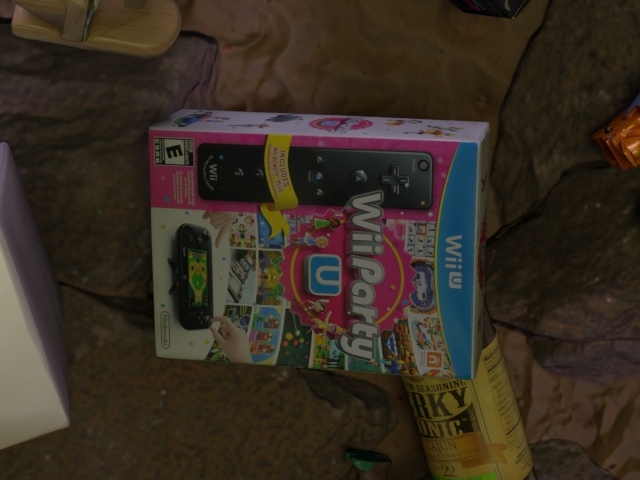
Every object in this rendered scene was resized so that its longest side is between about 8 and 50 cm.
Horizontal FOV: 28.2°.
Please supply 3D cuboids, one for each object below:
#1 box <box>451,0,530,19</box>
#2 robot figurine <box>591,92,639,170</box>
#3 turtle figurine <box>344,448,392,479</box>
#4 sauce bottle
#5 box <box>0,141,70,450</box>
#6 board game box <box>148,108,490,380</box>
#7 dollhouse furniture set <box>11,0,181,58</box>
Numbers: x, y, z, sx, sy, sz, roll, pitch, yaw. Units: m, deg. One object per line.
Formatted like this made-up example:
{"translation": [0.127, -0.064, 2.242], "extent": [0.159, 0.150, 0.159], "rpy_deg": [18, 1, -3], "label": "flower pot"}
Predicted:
{"translation": [0.117, -0.344, 1.162], "extent": [0.247, 0.142, 0.163], "rpy_deg": [39, 91, -19], "label": "box"}
{"translation": [0.438, -0.130, 1.313], "extent": [0.291, 0.085, 0.211], "rpy_deg": [-36, 109, -2], "label": "robot figurine"}
{"translation": [0.043, 0.347, 1.331], "extent": [0.175, 0.118, 0.234], "rpy_deg": [21, 99, 25], "label": "turtle figurine"}
{"translation": [0.129, 0.118, 1.294], "extent": [0.111, 0.111, 0.344], "rpy_deg": [-21, 105, -7], "label": "sauce bottle"}
{"translation": [-0.335, 0.053, 1.050], "extent": [0.215, 0.345, 0.168], "rpy_deg": [-19, 106, -7], "label": "box"}
{"translation": [0.000, 0.000, 1.183], "extent": [0.303, 0.097, 0.224], "rpy_deg": [3, 105, 12], "label": "board game box"}
{"translation": [-0.084, -0.379, 1.008], "extent": [0.256, 0.362, 0.394], "rpy_deg": [8, 72, -13], "label": "dollhouse furniture set"}
